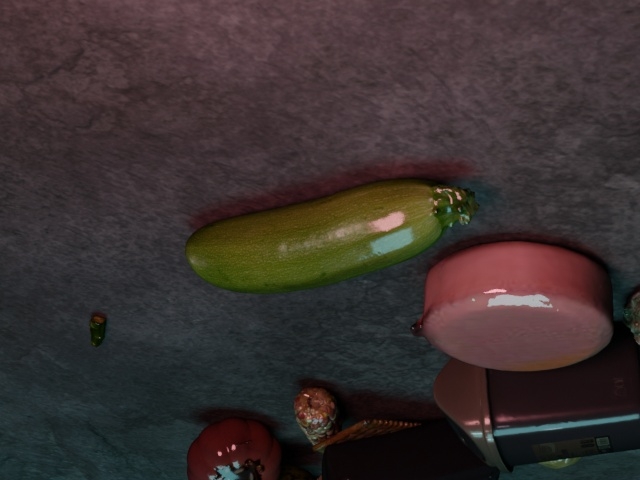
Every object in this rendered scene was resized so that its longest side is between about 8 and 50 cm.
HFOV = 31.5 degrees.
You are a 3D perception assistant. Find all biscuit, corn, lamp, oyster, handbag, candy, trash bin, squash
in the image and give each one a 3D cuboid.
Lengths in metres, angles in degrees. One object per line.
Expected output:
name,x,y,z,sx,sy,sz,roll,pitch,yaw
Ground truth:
biscuit,0.092,0.346,1.987,0.144,0.016,0.203,-32,151,29
corn,0.001,0.318,1.971,0.080,0.079,0.237,2,152,8
lamp,-0.161,0.405,2.104,0.182,0.140,0.182,-7,122,-11
oyster,0.460,0.105,1.487,0.125,0.064,0.177,-11,150,22
handbag,0.145,0.436,1.978,0.302,0.178,0.275,-12,139,-15
candy,0.246,0.088,1.460,0.255,0.094,0.255,5,152,3
trash bin,0.321,0.229,1.633,0.290,0.182,0.209,-8,151,15
squash,0.000,0.000,1.339,0.395,0.107,0.107,-13,147,31

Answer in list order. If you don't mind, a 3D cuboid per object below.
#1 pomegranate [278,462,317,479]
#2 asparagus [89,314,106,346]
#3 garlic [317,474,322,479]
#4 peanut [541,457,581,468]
pomegranate,-0.107,0.540,2.226,0.248,0.214,0.214,2,152,13
asparagus,-0.349,0.142,1.771,0.025,0.021,0.108,14,152,-6
garlic,0.090,0.452,2.136,0.131,0.127,0.194,55,154,-8
peanut,0.397,0.297,1.799,0.110,0.120,0.236,53,148,-3
